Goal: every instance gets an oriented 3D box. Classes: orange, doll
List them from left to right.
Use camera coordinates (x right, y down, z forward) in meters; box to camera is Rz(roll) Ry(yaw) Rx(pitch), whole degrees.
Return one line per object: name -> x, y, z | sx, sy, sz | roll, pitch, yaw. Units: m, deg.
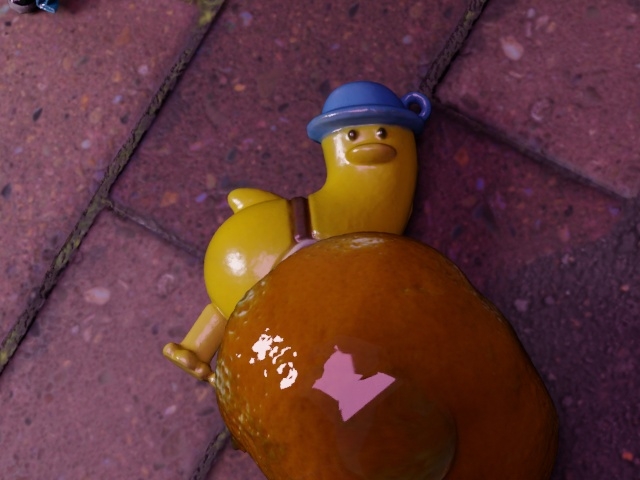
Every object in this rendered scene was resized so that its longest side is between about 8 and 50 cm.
doll -> 0.000, 0.000, 1.723 | 0.199, 0.145, 0.363 | 35, 77, 5
orange -> 0.069, 0.150, 1.594 | 0.262, 0.196, 0.335 | -35, 89, -14

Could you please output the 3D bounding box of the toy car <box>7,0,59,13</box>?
toy car -> -0.335, -0.324, 1.896 | 0.161, 0.126, 0.098 | 26, 65, 12
